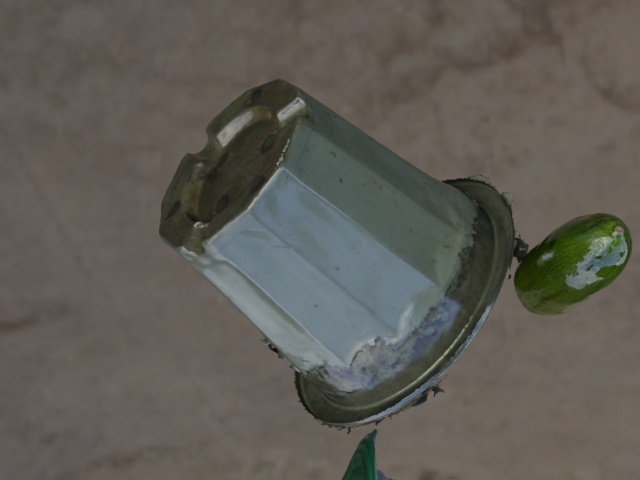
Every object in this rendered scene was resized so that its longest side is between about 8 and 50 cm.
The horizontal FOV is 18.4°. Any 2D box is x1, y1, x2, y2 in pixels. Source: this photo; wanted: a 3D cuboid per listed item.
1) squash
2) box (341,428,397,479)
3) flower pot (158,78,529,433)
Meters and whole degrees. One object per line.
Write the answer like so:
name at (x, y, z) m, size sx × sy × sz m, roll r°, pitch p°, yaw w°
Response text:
squash at (0.206, 0.025, 1.678) m, size 0.069 × 0.069 × 0.258 m, roll 5°, pitch 168°, yaw -6°
box at (0.074, 0.407, 2.163) m, size 0.106 × 0.337 × 0.264 m, roll 9°, pitch 140°, yaw -12°
flower pot at (0.000, 0.000, 1.835) m, size 0.259 × 0.290 × 0.290 m, roll 36°, pitch 127°, yaw -28°
